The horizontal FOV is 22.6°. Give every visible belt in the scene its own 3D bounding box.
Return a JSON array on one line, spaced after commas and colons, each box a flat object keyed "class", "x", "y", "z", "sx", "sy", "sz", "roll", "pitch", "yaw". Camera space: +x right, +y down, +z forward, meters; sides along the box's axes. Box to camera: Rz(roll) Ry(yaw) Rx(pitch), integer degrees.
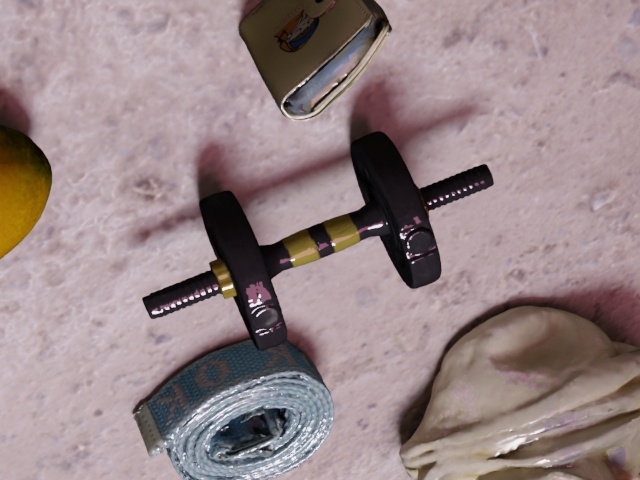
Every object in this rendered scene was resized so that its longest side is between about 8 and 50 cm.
[{"class": "belt", "x": -0.071, "y": 0.171, "z": 1.538, "sx": 0.163, "sy": 0.082, "sz": 0.147, "roll": -41, "pitch": 127, "yaw": 9}]

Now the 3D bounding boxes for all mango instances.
[{"class": "mango", "x": -0.320, "y": -0.025, "z": 1.250, "sx": 0.221, "sy": 0.120, "sz": 0.151, "roll": -1, "pitch": 125, "yaw": -32}]

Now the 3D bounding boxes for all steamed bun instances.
[{"class": "steamed bun", "x": 0.239, "y": 0.225, "z": 1.634, "sx": 0.268, "sy": 0.207, "sz": 0.280, "roll": 17, "pitch": 116, "yaw": -32}]

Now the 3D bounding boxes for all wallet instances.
[{"class": "wallet", "x": -0.004, "y": -0.164, "z": 1.257, "sx": 0.110, "sy": 0.155, "sz": 0.039, "roll": -44, "pitch": 123, "yaw": 11}]

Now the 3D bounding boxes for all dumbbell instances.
[{"class": "dumbbell", "x": 0.000, "y": 0.000, "z": 1.394, "sx": 0.325, "sy": 0.143, "sz": 0.143, "roll": -21, "pitch": 131, "yaw": -7}]
